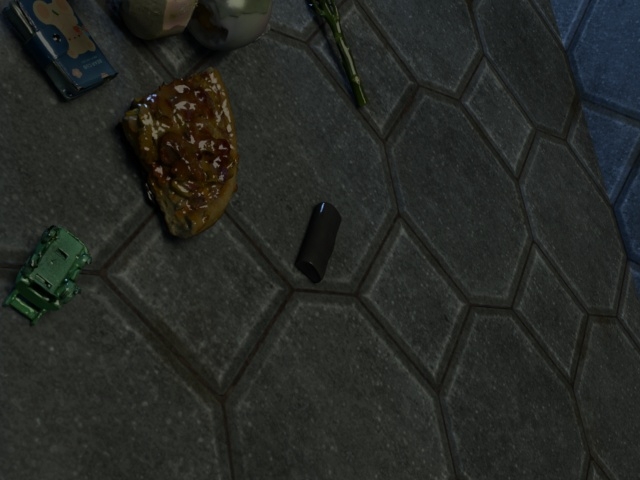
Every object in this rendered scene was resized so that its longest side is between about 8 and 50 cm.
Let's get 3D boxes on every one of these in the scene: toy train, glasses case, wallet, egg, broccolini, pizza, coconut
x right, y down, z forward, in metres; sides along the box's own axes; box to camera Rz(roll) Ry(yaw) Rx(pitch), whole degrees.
[{"bbox_3d":[-0.437,0.052,1.376,0.099,0.081,0.149,41,39,-25],"label":"toy train"},{"bbox_3d":[0.000,0.001,1.909,0.072,0.042,0.191,48,42,-31],"label":"glasses case"},{"bbox_3d":[-0.476,-0.363,1.562,0.202,0.059,0.141,57,33,-11],"label":"wallet"},{"bbox_3d":[-0.191,-0.512,1.852,0.183,0.183,0.217,55,49,-11],"label":"egg"},{"bbox_3d":[0.038,-0.533,2.231,0.074,0.078,0.392,-28,99,-61],"label":"broccolini"},{"bbox_3d":[-0.262,-0.195,1.676,0.277,0.114,0.409,37,44,-36],"label":"pizza"},{"bbox_3d":[-0.336,-0.479,1.715,0.152,0.147,0.147,-25,90,-53],"label":"coconut"}]

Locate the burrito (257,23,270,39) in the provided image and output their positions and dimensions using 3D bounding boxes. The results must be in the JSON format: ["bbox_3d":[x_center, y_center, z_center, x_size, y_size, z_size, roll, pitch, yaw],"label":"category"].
[{"bbox_3d":[-0.174,-0.568,2.002,0.064,0.064,0.203,-20,87,-50],"label":"burrito"}]
